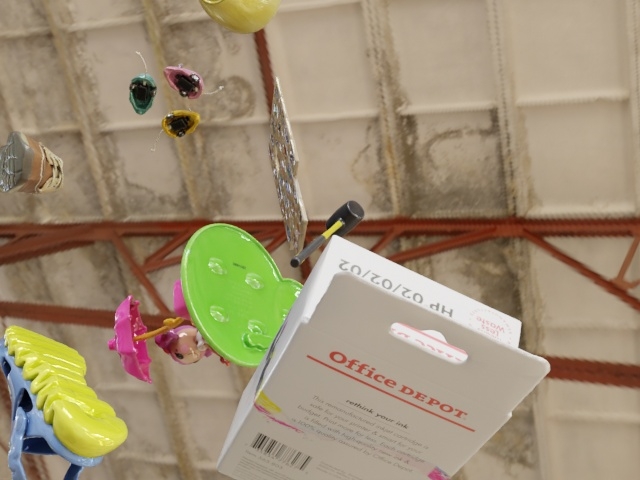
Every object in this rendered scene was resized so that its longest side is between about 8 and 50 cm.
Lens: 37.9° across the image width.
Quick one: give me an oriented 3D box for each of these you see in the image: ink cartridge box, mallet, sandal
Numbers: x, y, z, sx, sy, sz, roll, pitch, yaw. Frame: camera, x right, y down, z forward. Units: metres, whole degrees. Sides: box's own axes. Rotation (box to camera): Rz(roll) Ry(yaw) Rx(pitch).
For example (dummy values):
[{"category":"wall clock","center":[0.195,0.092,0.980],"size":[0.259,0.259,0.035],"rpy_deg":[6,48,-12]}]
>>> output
[{"category":"ink cartridge box","center":[0.027,0.069,0.463],"size":[0.104,0.061,0.181],"rpy_deg":[25,-45,-5]},{"category":"mallet","center":[0.000,0.000,1.404],"size":[0.039,0.190,0.062],"rpy_deg":[48,-47,1]},{"category":"sandal","center":[-0.364,0.217,1.205],"size":[0.126,0.317,0.138],"rpy_deg":[29,-84,-34]}]

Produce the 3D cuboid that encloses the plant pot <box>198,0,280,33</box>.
[{"category":"plant pot","center":[-0.140,-0.390,1.434],"size":[0.134,0.095,0.134],"rpy_deg":[3,-82,26]}]

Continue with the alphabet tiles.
[{"category":"alphabet tiles","center":[-0.052,-0.100,1.449],"size":[0.198,0.009,0.237],"rpy_deg":[103,-24,-60]}]

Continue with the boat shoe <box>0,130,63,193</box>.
[{"category":"boat shoe","center":[-0.573,-0.148,1.868],"size":[0.324,0.120,0.122],"rpy_deg":[-171,-92,-66]}]

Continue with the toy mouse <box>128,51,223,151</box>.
[{"category":"toy mouse","center":[-0.223,-0.220,1.356],"size":[0.161,0.031,0.143],"rpy_deg":[-22,-61,26]}]

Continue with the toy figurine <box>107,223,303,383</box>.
[{"category":"toy figurine","center":[-0.113,0.079,0.858],"size":[0.159,0.173,0.130],"rpy_deg":[-25,-122,34]}]
